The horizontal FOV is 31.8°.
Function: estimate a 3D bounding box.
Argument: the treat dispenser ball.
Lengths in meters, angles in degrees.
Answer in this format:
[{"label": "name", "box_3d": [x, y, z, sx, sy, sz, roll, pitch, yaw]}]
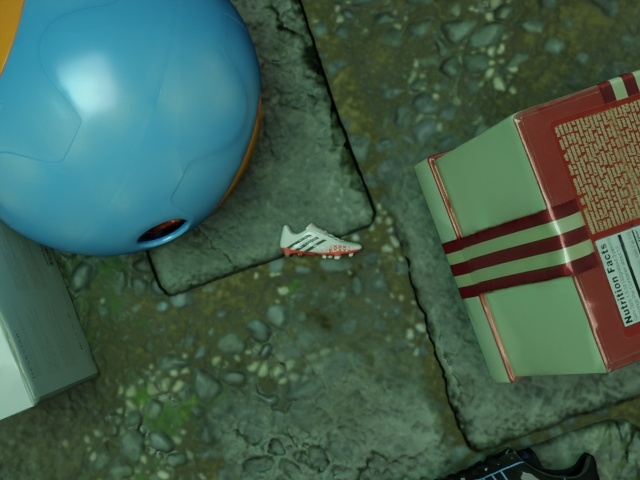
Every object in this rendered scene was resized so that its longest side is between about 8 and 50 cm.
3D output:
[{"label": "treat dispenser ball", "box_3d": [-0.195, -0.129, 1.017, 0.288, 0.288, 0.288, 0, 89, 2]}]

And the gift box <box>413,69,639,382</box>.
[{"label": "gift box", "box_3d": [0.268, -0.011, 1.019, 0.276, 0.258, 0.255, -14, 87, -17]}]

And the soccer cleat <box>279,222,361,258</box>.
[{"label": "soccer cleat", "box_3d": [0.000, 0.000, 1.137, 0.083, 0.029, 0.036, 1, 93, 7]}]

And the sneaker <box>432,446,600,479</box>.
[{"label": "sneaker", "box_3d": [0.162, 0.248, 1.105, 0.232, 0.081, 0.091, 3, 87, -4]}]

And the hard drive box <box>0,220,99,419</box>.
[{"label": "hard drive box", "box_3d": [-0.303, 0.072, 1.047, 0.089, 0.232, 0.181, -22, 88, 2]}]
